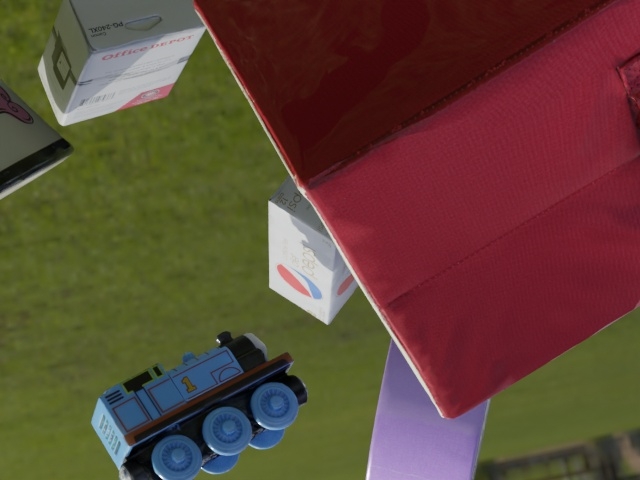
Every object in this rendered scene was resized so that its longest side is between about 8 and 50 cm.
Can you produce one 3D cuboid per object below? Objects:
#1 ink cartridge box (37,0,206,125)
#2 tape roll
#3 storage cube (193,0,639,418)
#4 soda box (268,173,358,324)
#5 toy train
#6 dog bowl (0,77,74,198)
[{"bbox_3d":[-0.173,-0.167,1.329,0.109,0.063,0.150,-18,167,-25],"label":"ink cartridge box"},{"bbox_3d":[0.111,0.124,1.382,0.090,0.275,0.275,12,171,8],"label":"tape roll"},{"bbox_3d":[0.078,-0.066,0.773,0.193,0.215,0.183,-32,131,1],"label":"storage cube"},{"bbox_3d":[0.000,0.000,1.405,0.069,0.074,0.216,-53,168,-18],"label":"soda box"},{"bbox_3d":[-0.101,0.145,1.313,0.184,0.105,0.080,-27,164,-25],"label":"toy train"},{"bbox_3d":[-0.402,-0.026,1.180,0.408,0.150,0.408,-30,-174,4],"label":"dog bowl"}]
